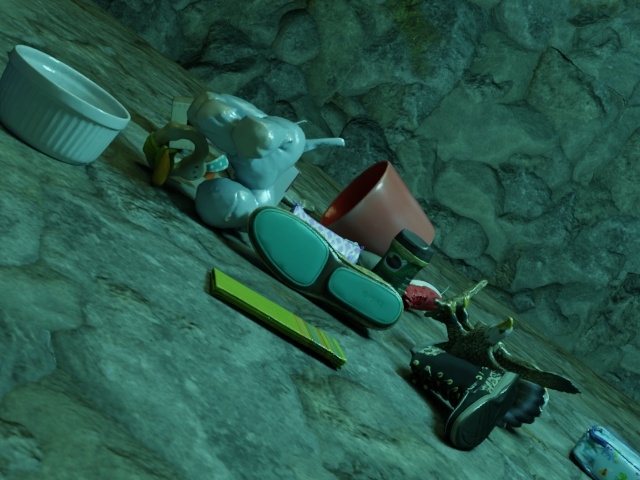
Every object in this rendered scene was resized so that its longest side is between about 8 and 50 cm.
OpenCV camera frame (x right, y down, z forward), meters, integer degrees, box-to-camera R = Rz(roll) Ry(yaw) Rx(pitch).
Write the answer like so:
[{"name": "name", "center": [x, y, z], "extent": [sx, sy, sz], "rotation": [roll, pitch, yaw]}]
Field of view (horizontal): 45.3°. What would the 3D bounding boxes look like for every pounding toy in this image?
[{"name": "pounding toy", "center": [-0.319, -0.274, 1.885], "extent": [0.100, 0.141, 0.130], "rotation": [5, 18, -11]}]

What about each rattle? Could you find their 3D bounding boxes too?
[{"name": "rattle", "center": [-0.251, -0.137, 1.525], "extent": [0.143, 0.130, 0.200], "rotation": [47, 2, 42]}]

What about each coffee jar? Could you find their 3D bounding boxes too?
[{"name": "coffee jar", "center": [0.175, 0.068, 1.760], "extent": [0.096, 0.184, 0.079], "rotation": [43, 12, 31]}]

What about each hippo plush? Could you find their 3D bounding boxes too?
[{"name": "hippo plush", "center": [-0.156, -0.141, 1.490], "extent": [0.234, 0.236, 0.294], "rotation": [30, 17, 29]}]

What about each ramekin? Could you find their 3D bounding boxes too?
[{"name": "ramekin", "center": [-0.427, -0.213, 1.245], "extent": [0.207, 0.109, 0.207], "rotation": [35, 9, -7]}]

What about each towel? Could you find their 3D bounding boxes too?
[{"name": "towel", "center": [-0.067, 0.120, 1.183], "extent": [0.237, 0.021, 0.102], "rotation": [32, 5, -15]}]

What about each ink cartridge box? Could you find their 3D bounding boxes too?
[{"name": "ink cartridge box", "center": [-0.153, -0.185, 1.998], "extent": [0.127, 0.128, 0.176], "rotation": [32, 11, -24]}]

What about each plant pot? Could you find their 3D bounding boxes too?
[{"name": "plant pot", "center": [0.172, -0.048, 2.160], "extent": [0.243, 0.275, 0.275], "rotation": [45, 8, -12]}]

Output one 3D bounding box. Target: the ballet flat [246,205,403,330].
[{"name": "ballet flat", "center": [-0.001, 0.061, 1.465], "extent": [0.348, 0.123, 0.123], "rotation": [34, 10, -9]}]

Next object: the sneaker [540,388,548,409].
[{"name": "sneaker", "center": [0.422, 0.320, 1.751], "extent": [0.215, 0.084, 0.083], "rotation": [31, 4, 43]}]

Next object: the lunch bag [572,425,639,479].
[{"name": "lunch bag", "center": [0.659, 0.502, 1.672], "extent": [0.219, 0.090, 0.176], "rotation": [41, 8, 23]}]

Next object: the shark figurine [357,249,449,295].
[{"name": "shark figurine", "center": [0.228, 0.098, 2.031], "extent": [0.278, 0.116, 0.166], "rotation": [32, 12, -12]}]

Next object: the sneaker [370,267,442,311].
[{"name": "sneaker", "center": [0.220, 0.152, 1.892], "extent": [0.221, 0.087, 0.128], "rotation": [19, 24, -22]}]

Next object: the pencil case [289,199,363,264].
[{"name": "pencil case", "center": [0.000, 0.000, 1.772], "extent": [0.206, 0.088, 0.086], "rotation": [32, 8, -16]}]

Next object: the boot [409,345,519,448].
[{"name": "boot", "center": [0.222, 0.264, 1.325], "extent": [0.179, 0.085, 0.236], "rotation": [19, 23, 32]}]

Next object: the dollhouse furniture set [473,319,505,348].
[{"name": "dollhouse furniture set", "center": [0.386, 0.283, 1.651], "extent": [0.144, 0.123, 0.151], "rotation": [31, 11, -26]}]

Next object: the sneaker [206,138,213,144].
[{"name": "sneaker", "center": [-0.352, -0.310, 2.144], "extent": [0.134, 0.051, 0.070], "rotation": [33, 11, 4]}]

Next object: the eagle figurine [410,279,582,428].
[{"name": "eagle figurine", "center": [0.332, 0.231, 1.504], "extent": [0.298, 0.226, 0.225], "rotation": [56, -7, 18]}]

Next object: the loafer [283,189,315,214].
[{"name": "loafer", "center": [-0.073, -0.107, 2.199], "extent": [0.125, 0.039, 0.045], "rotation": [27, 46, -29]}]
